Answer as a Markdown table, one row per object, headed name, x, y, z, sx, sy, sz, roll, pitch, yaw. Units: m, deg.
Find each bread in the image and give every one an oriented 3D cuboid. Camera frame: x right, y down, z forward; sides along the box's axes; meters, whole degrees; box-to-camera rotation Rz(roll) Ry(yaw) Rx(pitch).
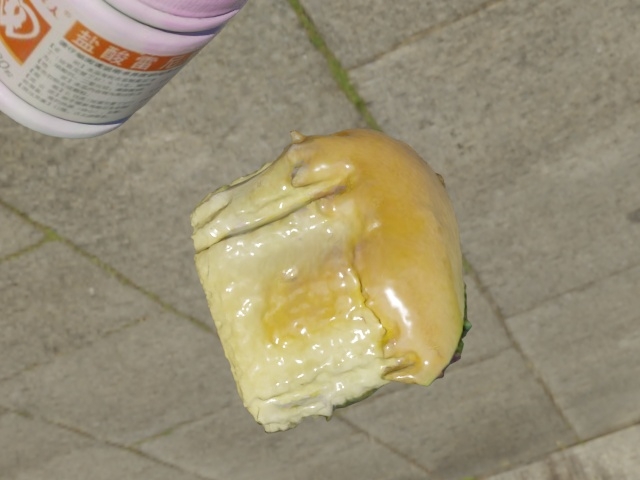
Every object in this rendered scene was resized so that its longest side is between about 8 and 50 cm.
| name | x | y | z | sx | sy | sz | roll | pitch | yaw |
| --- | --- | --- | --- | --- | --- | --- | --- | --- | --- |
| bread | -0.004 | -0.009 | 0.714 | 0.174 | 0.252 | 0.133 | -23 | 124 | 16 |

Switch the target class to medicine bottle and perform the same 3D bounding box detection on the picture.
| name | x | y | z | sx | sy | sz | roll | pitch | yaw |
| --- | --- | --- | --- | --- | --- | --- | --- | --- | --- |
| medicine bottle | -0.178 | -0.242 | 0.911 | 0.202 | 0.202 | 0.316 | 6 | 156 | -36 |
